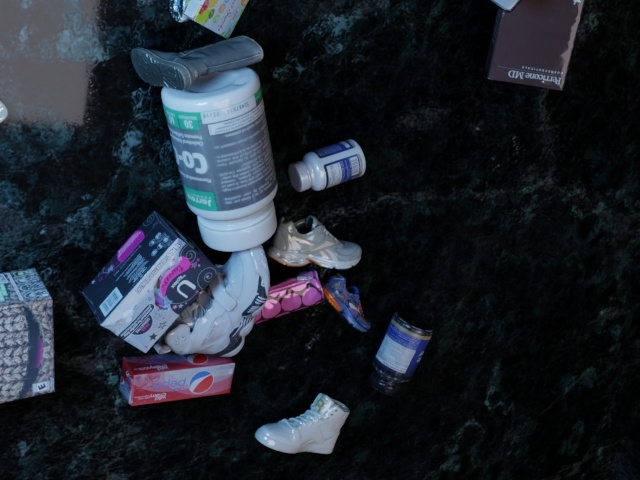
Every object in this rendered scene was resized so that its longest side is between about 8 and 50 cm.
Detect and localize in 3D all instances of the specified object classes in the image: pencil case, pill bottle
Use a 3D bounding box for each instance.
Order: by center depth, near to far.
[{"bbox_3d":[-0.201,-0.171,1.836,0.204,0.204,0.361,-23,124,-21],"label":"pill bottle"},{"bbox_3d":[0.013,-0.172,2.046,0.169,0.094,0.094,-20,124,-23],"label":"pill bottle"},{"bbox_3d":[-0.098,0.136,2.123,0.209,0.095,0.098,-20,160,-11],"label":"pencil case"},{"bbox_3d":[0.220,0.317,2.426,0.122,0.123,0.219,12,108,-37],"label":"pill bottle"}]

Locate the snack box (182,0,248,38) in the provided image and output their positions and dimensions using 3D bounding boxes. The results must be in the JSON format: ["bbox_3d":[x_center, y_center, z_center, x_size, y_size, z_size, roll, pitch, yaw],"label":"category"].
[{"bbox_3d":[-0.206,-0.472,1.737,0.100,0.037,0.141,-59,160,9],"label":"snack box"}]

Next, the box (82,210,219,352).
[{"bbox_3d":[-0.370,0.091,1.894,0.247,0.163,0.142,-49,129,0],"label":"box"}]

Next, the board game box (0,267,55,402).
[{"bbox_3d":[-0.703,0.207,1.756,0.291,0.141,0.232,-9,119,-29],"label":"board game box"}]

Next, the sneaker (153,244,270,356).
[{"bbox_3d":[-0.254,0.142,1.975,0.210,0.137,0.366,-3,136,-30],"label":"sneaker"}]

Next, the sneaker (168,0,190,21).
[{"bbox_3d":[-0.254,-0.517,1.720,0.073,0.063,0.162,-14,129,-44],"label":"sneaker"}]

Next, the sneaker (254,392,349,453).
[{"bbox_3d":[-0.043,0.488,2.368,0.292,0.108,0.169,16,104,-48],"label":"sneaker"}]

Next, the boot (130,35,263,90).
[{"bbox_3d":[-0.249,-0.372,1.749,0.208,0.189,0.076,-38,143,-35],"label":"boot"}]

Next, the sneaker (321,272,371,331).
[{"bbox_3d":[0.079,0.167,2.284,0.087,0.083,0.221,-49,133,-8],"label":"sneaker"}]

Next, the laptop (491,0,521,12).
[{"bbox_3d":[0.376,-0.789,1.864,0.382,0.408,0.236,-48,164,-1],"label":"laptop"}]

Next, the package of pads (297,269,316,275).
[{"bbox_3d":[-0.036,0.117,2.210,0.050,0.032,0.083,-6,117,-26],"label":"package of pads"}]

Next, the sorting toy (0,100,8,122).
[{"bbox_3d":[-0.711,-0.250,1.577,0.193,0.038,0.208,-42,125,-7],"label":"sorting toy"}]

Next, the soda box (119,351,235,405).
[{"bbox_3d":[-0.344,0.326,2.091,0.263,0.083,0.092,-3,116,-32],"label":"soda box"}]

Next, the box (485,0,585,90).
[{"bbox_3d":[0.528,-0.571,2.087,0.191,0.143,0.381,9,115,4],"label":"box"}]

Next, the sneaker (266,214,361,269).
[{"bbox_3d":[0.000,0.000,2.133,0.262,0.099,0.121,3,109,-35],"label":"sneaker"}]
